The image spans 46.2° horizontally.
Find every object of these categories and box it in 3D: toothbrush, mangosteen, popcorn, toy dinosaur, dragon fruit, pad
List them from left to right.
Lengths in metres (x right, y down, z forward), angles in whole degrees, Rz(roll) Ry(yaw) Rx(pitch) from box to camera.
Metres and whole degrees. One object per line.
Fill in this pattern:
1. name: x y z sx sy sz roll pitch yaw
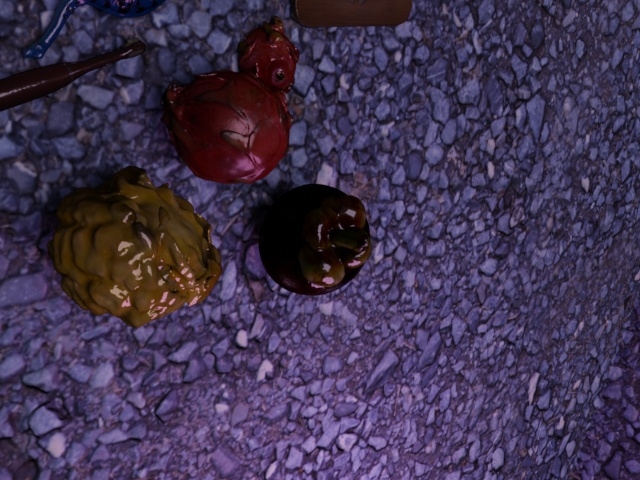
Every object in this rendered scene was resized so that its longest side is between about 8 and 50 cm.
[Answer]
1. toothbrush: -0.383 -0.199 0.969 0.364 0.041 0.040 -30 120 -31
2. toy dinosaur: -0.262 -0.359 1.010 0.329 0.076 0.144 -30 127 -29
3. popcorn: -0.255 0.007 1.025 0.250 0.250 0.190 31 98 -42
4. dragon fruit: -0.134 -0.167 1.116 0.210 0.172 0.172 -1 103 -31
5. dragon fruit: -0.074 -0.285 1.200 0.126 0.068 0.112 -48 129 -19
6. mangosteen: 0.000 0.000 1.235 0.194 0.230 0.194 0 91 -21
7. pad: 0.060 -0.513 1.285 0.287 0.018 0.283 -14 110 -38
